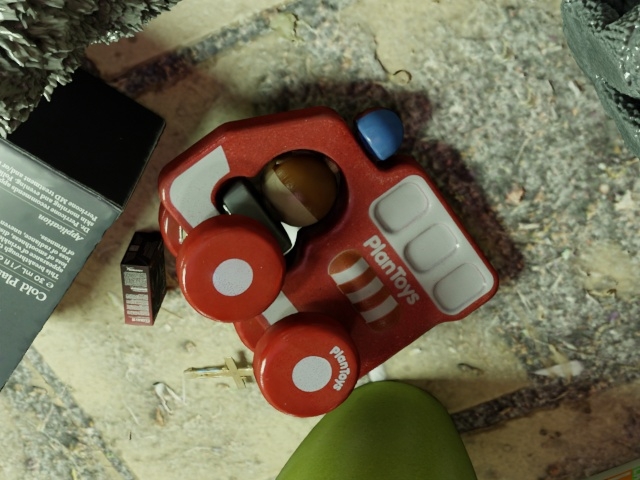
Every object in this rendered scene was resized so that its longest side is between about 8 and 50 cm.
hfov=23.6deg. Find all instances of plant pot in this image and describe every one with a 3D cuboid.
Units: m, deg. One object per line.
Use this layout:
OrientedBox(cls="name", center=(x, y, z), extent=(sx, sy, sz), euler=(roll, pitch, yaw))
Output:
OrientedBox(cls="plant pot", center=(0.058, 0.285, 1.541), extent=(0.275, 0.293, 0.274), euler=(5, 123, 7))

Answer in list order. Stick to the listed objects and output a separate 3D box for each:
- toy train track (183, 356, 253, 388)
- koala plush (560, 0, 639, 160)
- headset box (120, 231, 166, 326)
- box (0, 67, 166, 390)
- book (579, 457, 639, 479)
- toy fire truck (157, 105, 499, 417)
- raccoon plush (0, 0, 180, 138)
OrientedBox(cls="toy train track", center=(-0.107, 0.139, 1.643), extent=(0.083, 0.014, 0.048), euler=(-5, 129, 20))
OrientedBox(cls="koala plush", center=(0.333, -0.182, 1.282), extent=(0.221, 0.203, 0.196), euler=(-30, 126, 3))
OrientedBox(cls="headset box", center=(-0.180, 0.043, 1.561), extent=(0.032, 0.062, 0.083), euler=(4, 123, 8))
OrientedBox(cls="box", center=(-0.381, -0.054, 1.462), extent=(0.343, 0.179, 0.312), euler=(32, 122, -11))
OrientedBox(cls="book", center=(0.313, 0.277, 1.613), extent=(0.144, 0.096, 0.035), euler=(-26, 116, 23))
OrientedBox(cls="toy fire truck", center=(0.000, 0.000, 1.464), extent=(0.254, 0.169, 0.302), euler=(-36, 114, 2))
OrientedBox(cls="raccoon plush", center=(-0.131, -0.265, 1.208), extent=(0.446, 0.299, 0.216), euler=(-24, 116, 23))
